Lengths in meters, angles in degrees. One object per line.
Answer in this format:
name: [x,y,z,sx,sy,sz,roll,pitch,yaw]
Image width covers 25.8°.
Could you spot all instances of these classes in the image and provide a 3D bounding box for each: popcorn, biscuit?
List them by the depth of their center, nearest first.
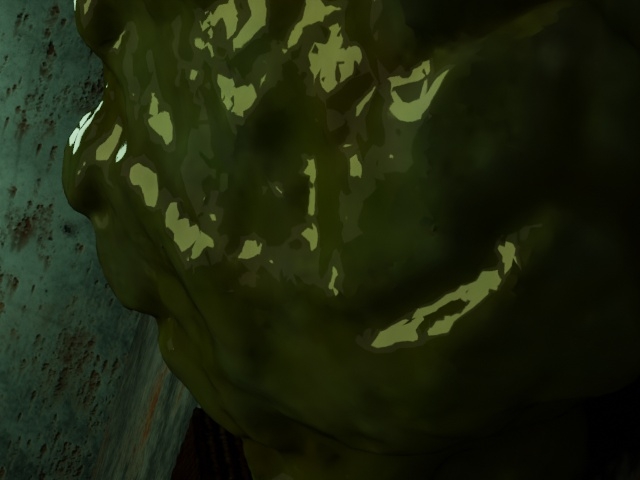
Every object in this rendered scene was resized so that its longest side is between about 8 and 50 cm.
popcorn: [0.026,-0.026,0.612,0.334,0.294,0.292,103,174,-59]
biscuit: [-0.082,0.259,1.192,0.388,0.073,0.107,-121,49,-76]
